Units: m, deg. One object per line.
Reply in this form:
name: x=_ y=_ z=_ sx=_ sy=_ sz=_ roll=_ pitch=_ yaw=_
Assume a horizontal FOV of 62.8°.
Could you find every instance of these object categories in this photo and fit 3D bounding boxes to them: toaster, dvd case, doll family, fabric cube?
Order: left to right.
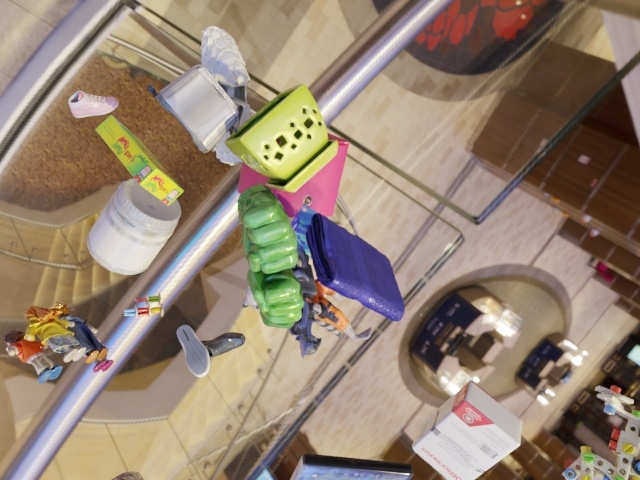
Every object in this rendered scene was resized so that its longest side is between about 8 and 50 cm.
doll family: x=-0.558 y=0.204 z=1.154 sx=0.118 sy=0.163 sz=0.263 roll=-53 pitch=163 yaw=2
toaster: x=-0.316 y=-0.348 z=1.353 sx=0.146 sy=0.129 sz=0.227 roll=-41 pitch=106 yaw=-4
fabric cube: x=-0.094 y=-0.241 z=1.743 sx=0.254 sy=0.259 sz=0.258 roll=-3 pitch=115 yaw=-37
dvd case: x=0.020 y=0.435 z=0.850 sx=0.180 sy=0.022 sz=0.253 roll=12 pitch=121 yaw=-16

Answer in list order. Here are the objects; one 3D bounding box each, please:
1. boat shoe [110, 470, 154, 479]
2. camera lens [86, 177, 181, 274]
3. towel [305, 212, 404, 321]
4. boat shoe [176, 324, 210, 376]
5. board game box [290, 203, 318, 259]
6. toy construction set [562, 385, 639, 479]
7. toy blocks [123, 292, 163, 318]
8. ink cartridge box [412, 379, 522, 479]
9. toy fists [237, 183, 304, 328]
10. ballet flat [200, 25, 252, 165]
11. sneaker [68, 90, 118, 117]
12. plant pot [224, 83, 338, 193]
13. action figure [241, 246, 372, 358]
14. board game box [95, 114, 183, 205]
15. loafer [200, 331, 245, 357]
boat shoe: x=-0.449 y=0.567 z=1.127 sx=0.123 sy=0.123 sz=0.342 roll=16 pitch=155 yaw=-34
camera lens: x=-0.610 y=-0.040 z=1.713 sx=0.219 sy=0.219 sz=0.274 roll=11 pitch=130 yaw=-48
towel: x=0.089 y=0.080 z=1.365 sx=0.076 sy=0.227 sz=0.308 roll=-36 pitch=136 yaw=26
boat shoe: x=-0.443 y=0.399 z=1.873 sx=0.083 sy=0.226 sz=0.076 roll=-26 pitch=141 yaw=-9
board game box: x=0.000 y=0.000 z=1.585 sx=0.160 sy=0.210 sz=0.047 roll=-51 pitch=-172 yaw=52
toy construction set: x=0.893 y=0.616 z=1.599 sx=0.151 sy=0.215 sz=0.327 roll=29 pitch=79 yaw=-59
toy blocks: x=-0.721 y=0.264 z=2.127 sx=0.148 sy=0.123 sz=0.054 roll=-1 pitch=124 yaw=-25
ink cartridge box: x=0.440 y=0.590 z=1.590 sx=0.273 sy=0.197 sz=0.114 roll=-55 pitch=172 yaw=31
toy fists: x=-0.093 y=0.041 z=0.958 sx=0.096 sy=0.142 sz=0.279 roll=-17 pitch=126 yaw=-20
ballet flat: x=-0.258 y=-0.430 z=1.573 sx=0.147 sy=0.147 sz=0.409 roll=-17 pitch=111 yaw=-34
sneaker: x=-0.661 y=-0.402 z=1.520 sx=0.134 sy=0.051 sz=0.070 roll=-16 pitch=152 yaw=-10
plant pot: x=-0.097 y=-0.261 z=1.419 sx=0.228 sy=0.227 sz=0.207 roll=-42 pitch=110 yaw=-10
action figure: x=-0.040 y=0.183 z=1.309 sx=0.330 sy=0.341 sz=0.178 roll=19 pitch=130 yaw=-23
board game box: x=-0.343 y=-0.152 z=0.995 sx=0.043 sy=0.181 sz=0.092 roll=-44 pitch=153 yaw=-2
loafer: x=-0.387 y=0.401 z=1.954 sx=0.223 sy=0.078 sz=0.076 roll=-15 pitch=120 yaw=6
